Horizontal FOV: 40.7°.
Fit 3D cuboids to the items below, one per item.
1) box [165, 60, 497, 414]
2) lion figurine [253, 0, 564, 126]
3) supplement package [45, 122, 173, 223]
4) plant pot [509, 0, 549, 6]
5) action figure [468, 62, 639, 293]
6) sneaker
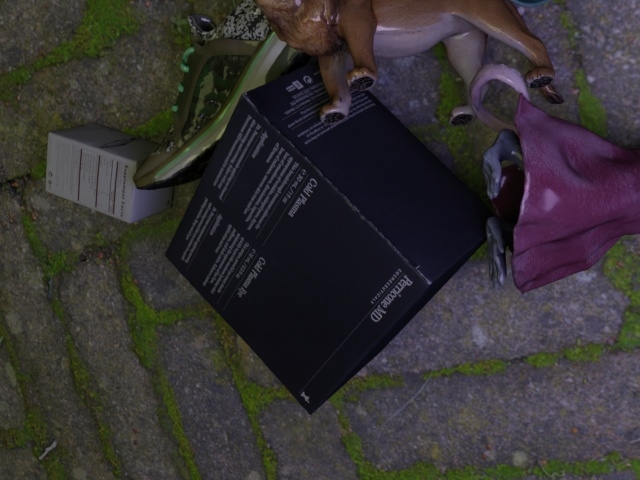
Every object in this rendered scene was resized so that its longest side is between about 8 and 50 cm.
[{"bbox_3d":[0.000,0.000,1.138,0.312,0.179,0.343,47,137,11],"label":"box"},{"bbox_3d":[0.100,-0.268,1.034,0.142,0.391,0.240,128,139,-58],"label":"lion figurine"},{"bbox_3d":[-0.335,-0.111,1.378,0.179,0.105,0.105,19,113,22],"label":"supplement package"},{"bbox_3d":[0.162,-0.424,0.917,0.235,0.293,0.293,28,117,33],"label":"plant pot"},{"bbox_3d":[0.366,-0.058,0.973,0.369,0.248,0.276,-10,71,3],"label":"action figure"},{"bbox_3d":[-0.140,-0.229,1.223,0.410,0.158,0.182,-40,79,24],"label":"sneaker"}]
